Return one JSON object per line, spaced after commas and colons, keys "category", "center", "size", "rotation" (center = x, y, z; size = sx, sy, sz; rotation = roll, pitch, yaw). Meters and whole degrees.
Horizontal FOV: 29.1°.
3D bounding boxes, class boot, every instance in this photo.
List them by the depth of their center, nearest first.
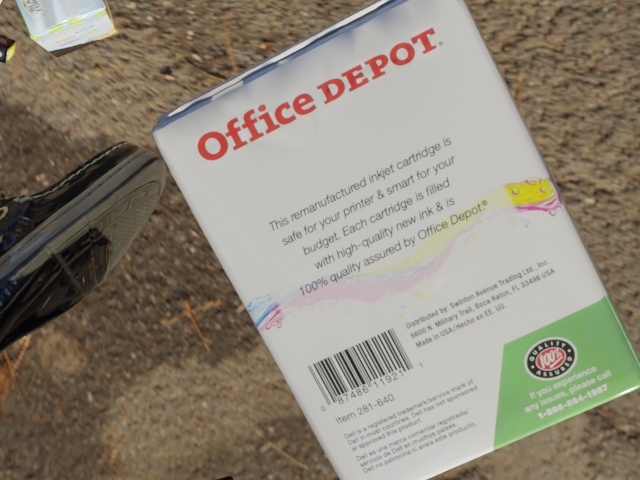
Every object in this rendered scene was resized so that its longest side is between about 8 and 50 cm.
{"category": "boot", "center": [-0.353, -0.024, 1.089], "size": [0.284, 0.138, 0.377], "rotation": [40, 67, 16]}

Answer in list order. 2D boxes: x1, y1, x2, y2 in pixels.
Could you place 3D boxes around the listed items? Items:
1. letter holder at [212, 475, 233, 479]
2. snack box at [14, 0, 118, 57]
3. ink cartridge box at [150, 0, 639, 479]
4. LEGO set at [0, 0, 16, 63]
{"category": "letter holder", "center": [-0.208, 0.350, 1.046], "size": [0.302, 0.152, 0.214], "rotation": [-9, 145, -30]}
{"category": "snack box", "center": [-0.237, -0.251, 1.032], "size": [0.070, 0.207, 0.174], "rotation": [-23, 96, -5]}
{"category": "ink cartridge box", "center": [0.052, -0.004, 0.785], "size": [0.201, 0.117, 0.278], "rotation": [-26, 100, 12]}
{"category": "LEGO set", "center": [-0.337, -0.204, 1.222], "size": [0.060, 0.244, 0.182], "rotation": [23, 69, 0]}
